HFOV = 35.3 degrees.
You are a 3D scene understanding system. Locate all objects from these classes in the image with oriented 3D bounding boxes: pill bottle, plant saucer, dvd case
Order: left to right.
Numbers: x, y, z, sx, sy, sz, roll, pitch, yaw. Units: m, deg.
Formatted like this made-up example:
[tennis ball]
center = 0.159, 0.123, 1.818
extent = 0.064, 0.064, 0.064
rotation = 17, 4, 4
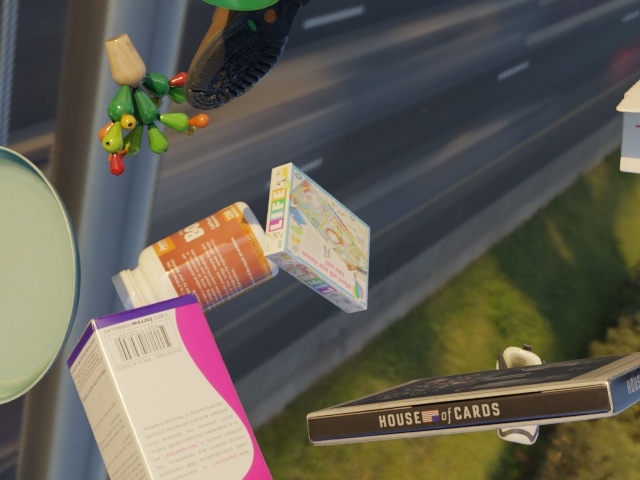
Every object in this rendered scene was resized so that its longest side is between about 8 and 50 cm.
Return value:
[plant saucer]
center = -0.403, 0.042, 1.238
extent = 0.044, 0.318, 0.317
rotation = 2, 112, -59
[pill bottle]
center = -0.178, 0.043, 1.418
extent = 0.216, 0.121, 0.121
rotation = -27, 147, -10
[dvd case]
center = 0.135, 0.120, 0.778
extent = 0.179, 0.239, 0.029
rotation = -3, 82, -58

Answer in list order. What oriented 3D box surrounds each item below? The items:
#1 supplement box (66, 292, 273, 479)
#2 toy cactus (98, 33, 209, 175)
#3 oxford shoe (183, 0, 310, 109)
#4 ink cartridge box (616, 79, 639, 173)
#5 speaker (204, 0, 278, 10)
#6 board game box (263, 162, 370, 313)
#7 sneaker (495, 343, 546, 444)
[supplement box]
center = -0.142, 0.179, 0.950
extent = 0.111, 0.220, 0.114
rotation = -14, 159, -33
[toy cactus]
center = -0.253, -0.203, 1.432
extent = 0.219, 0.112, 0.180
rotation = -44, 124, -44
[oxford shoe]
center = -0.082, -0.247, 1.118
extent = 0.083, 0.096, 0.227
rotation = 25, 109, -41
[ink cartridge box]
center = 0.555, -0.169, 1.440
extent = 0.353, 0.207, 0.119
rotation = -35, 128, -54
[speaker]
center = -0.057, -0.369, 0.941
extent = 0.131, 0.131, 0.296
rotation = 58, 40, -63
[board game box]
center = 0.000, 0.000, 1.061
extent = 0.154, 0.026, 0.103
rotation = 38, 47, -45
[sneaker]
center = 0.352, 0.245, 1.789
extent = 0.235, 0.094, 0.153
rotation = -51, 152, -73
